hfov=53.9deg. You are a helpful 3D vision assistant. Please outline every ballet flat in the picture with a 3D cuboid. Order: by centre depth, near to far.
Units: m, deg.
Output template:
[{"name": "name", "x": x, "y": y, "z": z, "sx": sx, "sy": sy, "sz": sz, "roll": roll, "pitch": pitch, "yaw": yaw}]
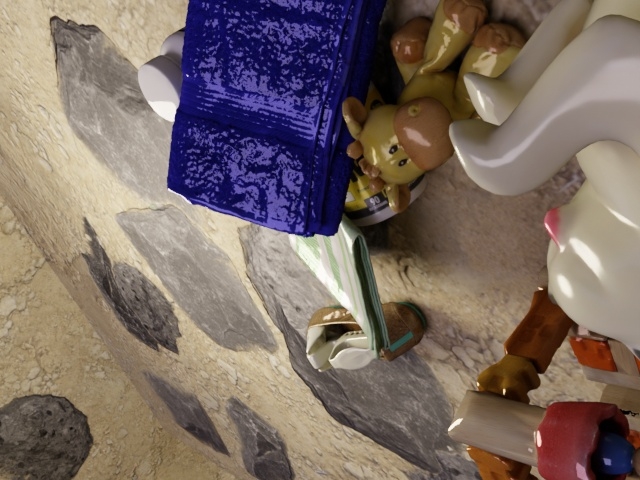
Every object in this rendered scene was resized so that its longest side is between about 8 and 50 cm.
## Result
[{"name": "ballet flat", "x": 0.049, "y": 0.187, "z": 1.157, "sx": 0.116, "sy": 0.124, "sz": 0.342, "roll": 55, "pitch": 148, "yaw": -13}]

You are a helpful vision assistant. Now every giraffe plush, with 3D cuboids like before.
[{"name": "giraffe plush", "x": 0.109, "y": -0.133, "z": 0.675, "sx": 0.181, "sy": 0.170, "sz": 0.210, "roll": 45, "pitch": 149, "yaw": 3}]

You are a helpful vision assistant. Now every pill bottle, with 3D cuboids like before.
[{"name": "pill bottle", "x": 0.039, "y": -0.133, "z": 0.810, "sx": 0.119, "sy": 0.119, "sz": 0.209, "roll": -10, "pitch": 119, "yaw": 54}, {"name": "pill bottle", "x": -0.142, "y": -0.240, "z": 0.837, "sx": 0.108, "sy": 0.193, "sz": 0.108, "roll": 31, "pitch": 146, "yaw": 24}]

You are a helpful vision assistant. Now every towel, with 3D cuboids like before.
[{"name": "towel", "x": -0.060, "y": -0.168, "z": 0.714, "sx": 0.227, "sy": 0.076, "sz": 0.308, "roll": 15, "pitch": 109, "yaw": 8}, {"name": "towel", "x": 0.000, "y": 0.000, "z": 0.958, "sx": 0.325, "sy": 0.038, "sz": 0.248, "roll": 52, "pitch": 163, "yaw": 48}]

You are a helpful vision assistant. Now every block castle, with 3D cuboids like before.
[{"name": "block castle", "x": 0.361, "y": 0.262, "z": 0.693, "sx": 0.212, "sy": 0.303, "sz": 0.453, "roll": 1, "pitch": 128, "yaw": 49}]

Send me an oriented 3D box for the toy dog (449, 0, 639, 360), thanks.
[{"name": "toy dog", "x": 0.276, "y": -0.094, "z": 0.394, "sx": 0.395, "sy": 0.285, "sz": 0.408, "roll": 4, "pitch": 115, "yaw": 1}]
